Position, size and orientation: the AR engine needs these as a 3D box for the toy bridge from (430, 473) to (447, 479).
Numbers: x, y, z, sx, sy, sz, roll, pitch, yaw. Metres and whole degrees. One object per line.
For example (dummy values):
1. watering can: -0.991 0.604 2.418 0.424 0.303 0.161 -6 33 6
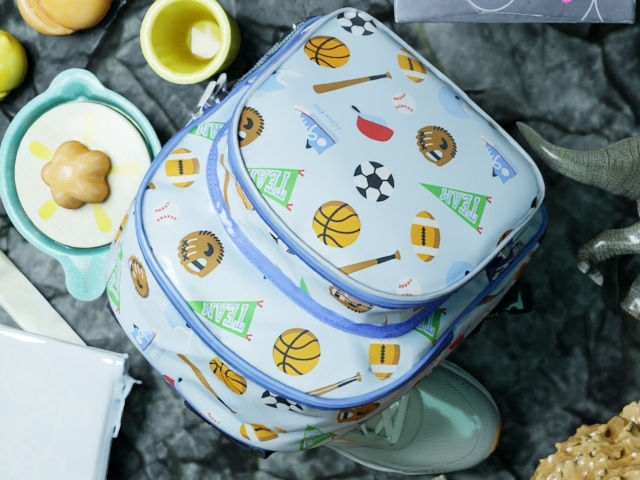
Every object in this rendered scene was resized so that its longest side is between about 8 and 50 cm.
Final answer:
1. toy bridge: 0.020 0.231 1.093 0.188 0.026 0.063 -37 85 13

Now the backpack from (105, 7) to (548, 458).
1. backpack: 0.000 0.000 0.945 0.276 0.213 0.263 40 63 7

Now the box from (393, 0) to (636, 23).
1. box: 0.126 -0.274 0.918 0.163 0.142 0.247 1 115 3

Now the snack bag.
1. snack bag: -0.329 0.202 1.147 0.343 0.037 0.323 14 105 12

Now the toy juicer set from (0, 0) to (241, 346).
1. toy juicer set: -0.212 -0.066 1.088 0.209 0.089 0.329 27 101 9

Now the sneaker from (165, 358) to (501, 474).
1. sneaker: -0.001 0.118 1.039 0.263 0.121 0.099 15 99 11

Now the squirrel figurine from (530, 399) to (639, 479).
1. squirrel figurine: 0.110 0.272 0.839 0.281 0.370 0.397 42 115 25

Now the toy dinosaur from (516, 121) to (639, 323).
1. toy dinosaur: 0.278 -0.001 0.985 0.313 0.121 0.160 38 90 12
